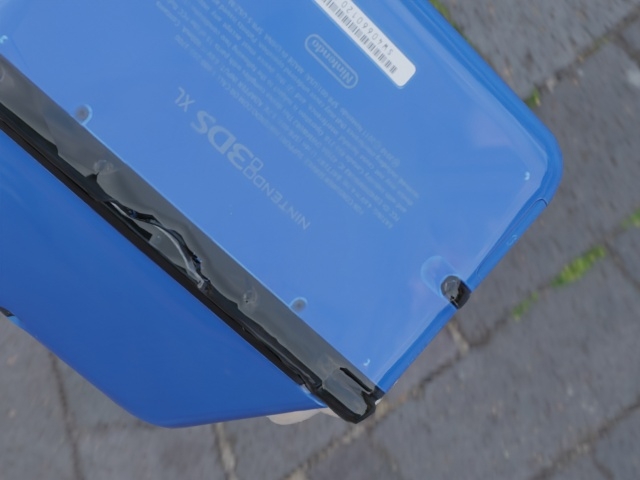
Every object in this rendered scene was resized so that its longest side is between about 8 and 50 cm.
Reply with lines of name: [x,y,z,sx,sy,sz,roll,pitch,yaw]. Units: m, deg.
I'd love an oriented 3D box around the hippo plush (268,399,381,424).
hippo plush: [0.000,0.000,1.528,0.294,0.236,0.234,2,124,44]

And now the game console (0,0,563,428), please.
game console: [-0.075,-0.051,0.898,0.250,0.173,0.293,-49,119,-3]
